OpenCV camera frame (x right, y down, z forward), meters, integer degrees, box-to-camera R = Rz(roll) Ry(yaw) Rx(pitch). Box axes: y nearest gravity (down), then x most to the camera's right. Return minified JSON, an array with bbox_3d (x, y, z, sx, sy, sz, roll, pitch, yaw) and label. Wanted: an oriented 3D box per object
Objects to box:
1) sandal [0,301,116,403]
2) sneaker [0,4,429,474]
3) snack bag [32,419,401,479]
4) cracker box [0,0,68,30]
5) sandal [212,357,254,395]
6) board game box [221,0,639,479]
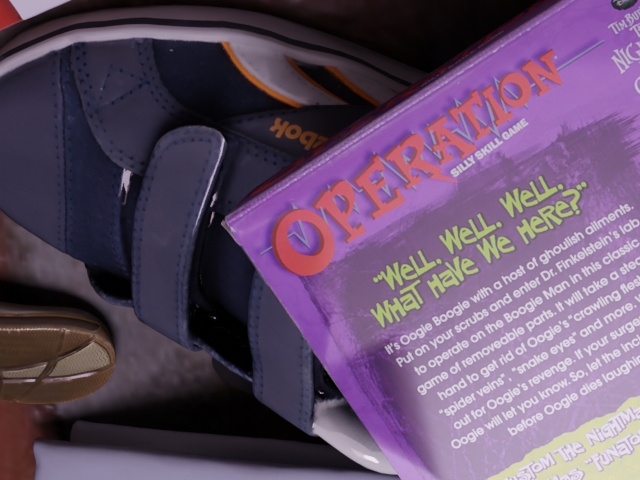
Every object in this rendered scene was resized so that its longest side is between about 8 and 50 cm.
[{"bbox_3d":[-0.184,0.037,0.774,0.180,0.049,0.072,4,137,-5],"label":"sandal"},{"bbox_3d":[0.000,0.000,0.630,0.321,0.127,0.126,11,132,11],"label":"sneaker"},{"bbox_3d":[0.005,0.253,0.731,0.323,0.037,0.342,-3,98,44],"label":"snack bag"},{"bbox_3d":[-0.075,-0.172,0.546,0.232,0.067,0.155,-18,121,30],"label":"cracker box"},{"bbox_3d":[0.038,0.071,0.731,0.179,0.040,0.067,17,132,3],"label":"sandal"},{"bbox_3d":[0.168,-0.015,0.495,0.347,0.056,0.208,-32,100,18],"label":"board game box"}]
